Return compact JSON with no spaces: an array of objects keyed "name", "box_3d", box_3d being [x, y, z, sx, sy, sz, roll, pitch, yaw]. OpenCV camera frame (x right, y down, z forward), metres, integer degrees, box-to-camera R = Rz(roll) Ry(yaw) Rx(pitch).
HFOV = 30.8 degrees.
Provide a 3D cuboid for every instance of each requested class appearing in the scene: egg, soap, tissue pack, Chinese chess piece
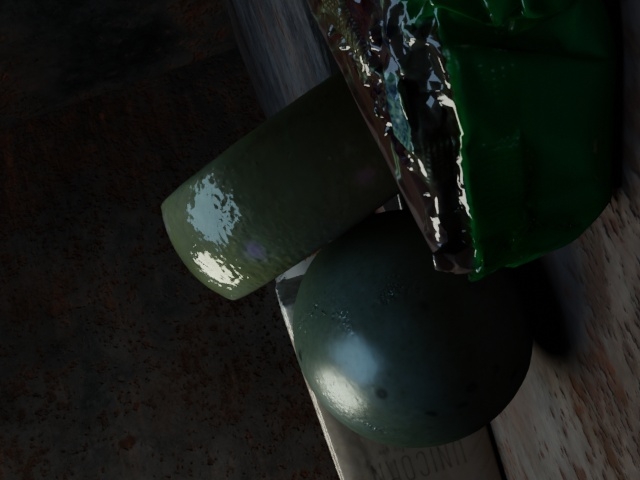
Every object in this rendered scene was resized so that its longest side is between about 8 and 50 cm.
[{"name":"egg","box_3d":[0.065,0.062,0.836,0.236,0.169,0.169,-137,28,-79]},{"name":"soap","box_3d":[0.047,-0.137,0.589,0.218,0.098,0.273,74,175,-47]},{"name":"tissue pack","box_3d":[0.081,0.173,1.227,0.071,0.170,0.326,-107,-2,-70]},{"name":"Chinese chess piece","box_3d":[-0.005,-0.051,0.843,0.092,0.237,0.238,53,178,-4]}]

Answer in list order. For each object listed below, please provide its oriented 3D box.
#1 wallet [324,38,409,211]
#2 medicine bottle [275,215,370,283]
[{"name":"wallet","box_3d":[0.050,-0.122,1.106,0.321,0.044,0.171,-109,2,-60]},{"name":"medicine bottle","box_3d":[0.000,0.000,1.618,0.157,0.157,0.289,80,169,-70]}]
